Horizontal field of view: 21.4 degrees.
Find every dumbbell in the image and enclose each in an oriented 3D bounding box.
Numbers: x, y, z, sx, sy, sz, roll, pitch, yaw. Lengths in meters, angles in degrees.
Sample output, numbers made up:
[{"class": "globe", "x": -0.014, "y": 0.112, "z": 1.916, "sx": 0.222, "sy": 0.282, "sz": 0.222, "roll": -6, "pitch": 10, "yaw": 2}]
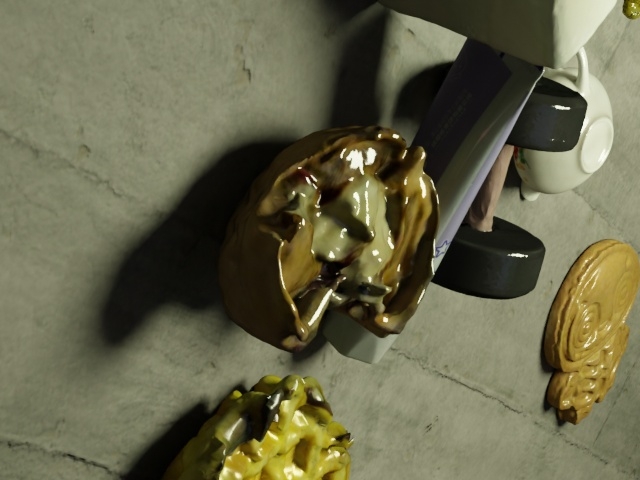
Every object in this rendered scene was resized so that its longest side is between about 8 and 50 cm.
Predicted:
[{"class": "dumbbell", "x": 0.176, "y": -0.064, "z": 1.747, "sx": 0.152, "sy": 0.152, "sz": 0.218, "roll": -9, "pitch": 119, "yaw": -54}]

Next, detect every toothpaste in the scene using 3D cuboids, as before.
[{"class": "toothpaste", "x": 0.105, "y": -0.044, "z": 1.649, "sx": 0.080, "sy": 0.125, "sz": 0.371, "roll": 8, "pitch": 122, "yaw": -30}]

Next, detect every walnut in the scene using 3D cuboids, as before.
[{"class": "walnut", "x": -0.001, "y": -0.011, "z": 1.542, "sx": 0.238, "sy": 0.141, "sz": 0.204, "roll": -3, "pitch": 103, "yaw": -53}]

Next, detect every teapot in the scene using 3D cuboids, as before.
[{"class": "teapot", "x": 0.277, "y": -0.131, "z": 1.918, "sx": 0.145, "sy": 0.092, "sz": 0.226, "roll": -31, "pitch": 133, "yaw": -43}]

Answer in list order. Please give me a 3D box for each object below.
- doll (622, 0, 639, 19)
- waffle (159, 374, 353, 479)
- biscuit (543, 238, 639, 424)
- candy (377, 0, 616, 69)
[{"class": "doll", "x": 0.349, "y": -0.346, "z": 1.865, "sx": 0.137, "sy": 0.097, "sz": 0.209, "roll": -56, "pitch": 142, "yaw": -15}, {"class": "waffle", "x": -0.088, "y": 0.322, "z": 1.694, "sx": 0.382, "sy": 0.095, "sz": 0.379, "roll": -55, "pitch": 148, "yaw": -20}, {"class": "biscuit", "x": 0.365, "y": 0.127, "z": 2.277, "sx": 0.202, "sy": 0.044, "sz": 0.288, "roll": -35, "pitch": 136, "yaw": -39}, {"class": "candy", "x": 0.160, "y": -0.344, "z": 1.474, "sx": 0.145, "sy": 0.208, "sz": 0.358, "roll": -41, "pitch": 141, "yaw": -35}]
